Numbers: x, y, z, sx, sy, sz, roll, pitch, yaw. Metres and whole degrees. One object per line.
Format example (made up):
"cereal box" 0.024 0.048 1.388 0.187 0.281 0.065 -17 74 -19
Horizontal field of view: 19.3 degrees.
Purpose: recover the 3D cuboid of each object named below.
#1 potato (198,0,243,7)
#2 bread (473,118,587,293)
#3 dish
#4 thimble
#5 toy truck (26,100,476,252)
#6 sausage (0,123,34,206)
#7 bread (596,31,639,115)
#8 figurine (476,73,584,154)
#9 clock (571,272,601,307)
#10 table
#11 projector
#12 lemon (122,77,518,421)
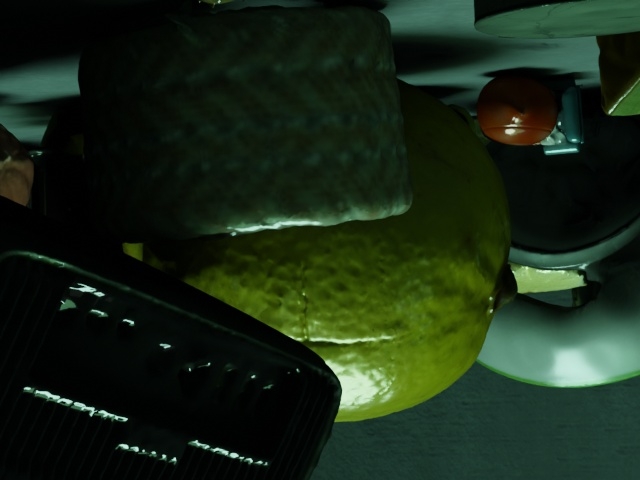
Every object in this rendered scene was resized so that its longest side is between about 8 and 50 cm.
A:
"potato" -0.038 -0.136 0.891 0.051 0.040 0.083 -28 -175 -29
"bread" 0.212 -0.039 1.945 0.125 0.188 0.068 -2 160 12
"dish" 0.242 -0.028 1.771 0.324 0.324 0.124 -4 139 23
"thimble" -0.052 -0.074 1.222 0.196 0.148 0.229 -5 -179 -26
"toy truck" -0.070 -0.036 1.721 0.405 0.180 0.254 -2 -179 -14
"sausage" -0.360 -0.042 1.602 0.254 0.148 0.148 4 -179 24
"bread" 0.233 -0.122 1.104 0.074 0.084 0.139 -1 176 -32
"figurine" 0.184 -0.109 1.630 0.075 0.068 0.140 -1 -179 27
"clock" 0.386 -0.007 1.873 0.061 0.312 0.312 39 156 -25
"table" 0.149 -0.141 1.025 0.133 0.043 0.133 -3 178 0
"projector" -0.257 0.081 1.230 0.405 0.242 0.395 23 177 36
"lemon" 0.000 0.000 1.470 0.297 0.297 0.297 -3 178 0
